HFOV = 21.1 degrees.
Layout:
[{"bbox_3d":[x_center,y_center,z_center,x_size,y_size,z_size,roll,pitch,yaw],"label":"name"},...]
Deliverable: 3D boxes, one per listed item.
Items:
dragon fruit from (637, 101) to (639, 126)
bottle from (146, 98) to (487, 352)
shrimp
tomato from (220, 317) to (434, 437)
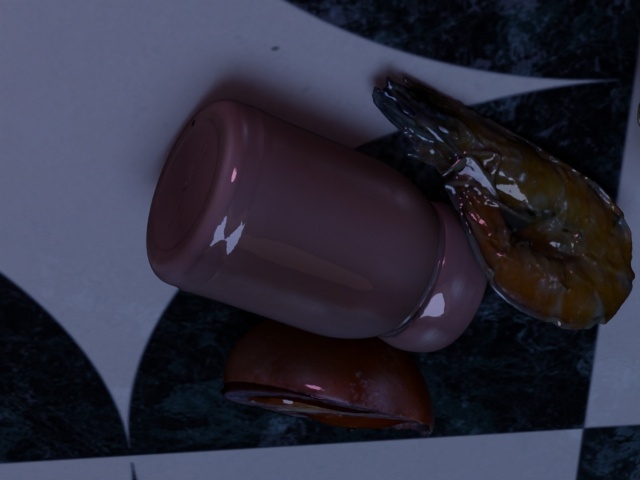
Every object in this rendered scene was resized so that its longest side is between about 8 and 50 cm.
[{"bbox_3d":[0.382,-0.087,1.464,0.224,0.224,0.227,-16,130,11],"label":"dragon fruit"},{"bbox_3d":[0.000,0.000,1.560,0.296,0.173,0.206,19,162,-25],"label":"bottle"},{"bbox_3d":[0.162,-0.029,1.545,0.317,0.164,0.062,35,142,-20],"label":"shrimp"},{"bbox_3d":[0.019,0.124,1.692,0.199,0.112,0.228,5,169,25],"label":"tomato"}]
